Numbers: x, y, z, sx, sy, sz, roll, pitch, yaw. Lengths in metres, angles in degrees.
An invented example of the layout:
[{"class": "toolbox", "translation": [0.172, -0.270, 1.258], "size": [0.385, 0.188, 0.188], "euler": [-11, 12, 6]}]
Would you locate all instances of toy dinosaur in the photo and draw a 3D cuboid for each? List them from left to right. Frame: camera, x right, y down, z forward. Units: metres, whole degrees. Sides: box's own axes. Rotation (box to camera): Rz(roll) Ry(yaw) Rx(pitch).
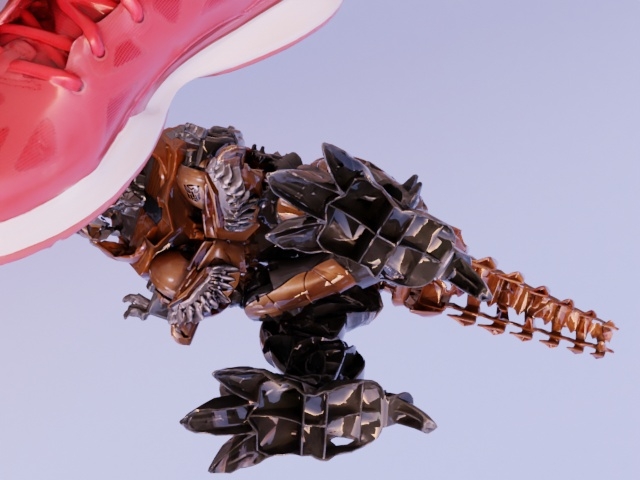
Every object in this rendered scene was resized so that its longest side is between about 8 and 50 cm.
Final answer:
[{"class": "toy dinosaur", "translation": [0.000, 0.000, 0.929], "size": [0.322, 0.164, 0.218], "euler": [-4, -162, -4]}]

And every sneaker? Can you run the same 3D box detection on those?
[{"class": "sneaker", "translation": [-0.073, -0.093, 0.561], "size": [0.087, 0.128, 0.221], "euler": [28, -128, 23]}]
